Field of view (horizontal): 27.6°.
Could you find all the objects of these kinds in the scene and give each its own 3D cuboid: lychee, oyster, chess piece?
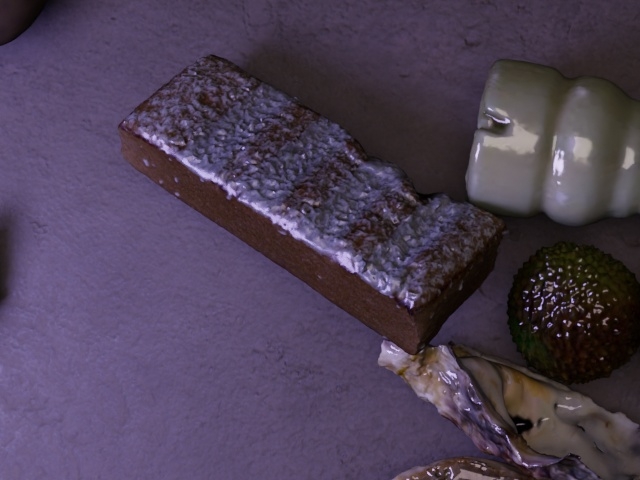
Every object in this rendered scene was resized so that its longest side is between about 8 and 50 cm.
[{"bbox_3d":[0.274,0.073,1.414,0.171,0.171,0.171,0,84,4],"label":"lychee"},{"bbox_3d":[0.218,0.196,1.404,0.275,0.271,0.100,21,97,-30],"label":"oyster"},{"bbox_3d":[0.384,-0.076,1.397,0.442,0.234,0.234,12,85,8],"label":"chess piece"}]

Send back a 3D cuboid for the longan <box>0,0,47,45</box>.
[{"bbox_3d":[-0.420,-0.356,1.460,0.243,0.300,0.300,-21,82,25],"label":"longan"}]

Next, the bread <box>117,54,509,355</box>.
[{"bbox_3d":[-0.015,-0.052,1.423,0.416,0.113,0.165,32,55,18],"label":"bread"}]

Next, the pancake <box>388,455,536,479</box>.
[{"bbox_3d":[0.165,0.426,1.428,0.387,0.082,0.387,0,91,7],"label":"pancake"}]
